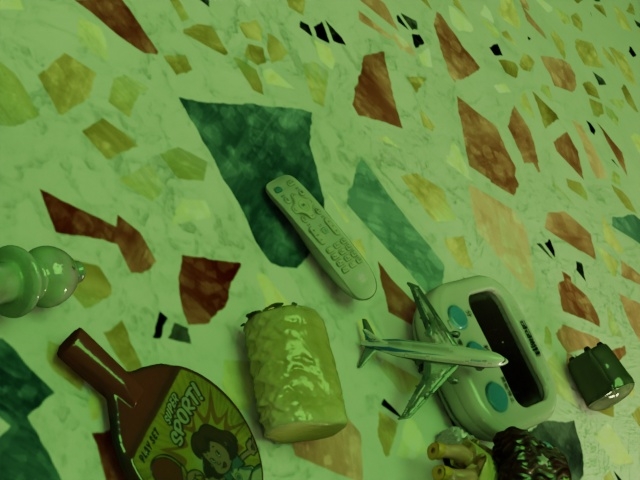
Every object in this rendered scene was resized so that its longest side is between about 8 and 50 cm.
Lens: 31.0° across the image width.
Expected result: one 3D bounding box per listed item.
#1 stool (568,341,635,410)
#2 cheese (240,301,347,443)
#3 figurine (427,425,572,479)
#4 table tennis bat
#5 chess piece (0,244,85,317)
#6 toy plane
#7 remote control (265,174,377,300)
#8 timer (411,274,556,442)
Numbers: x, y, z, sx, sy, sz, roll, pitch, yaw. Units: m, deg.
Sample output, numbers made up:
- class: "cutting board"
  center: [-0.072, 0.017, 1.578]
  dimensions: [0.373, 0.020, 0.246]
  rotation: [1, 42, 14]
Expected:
- class: "stool"
  center: [0.502, 0.244, 2.075]
  dimensions: [0.096, 0.096, 0.110]
  rotation: [-2, 59, -50]
- class: "cheese"
  center: [-0.033, 0.174, 1.504]
  dimensions: [0.123, 0.094, 0.167]
  rotation: [16, 51, -44]
- class: "figurine"
  center: [0.254, 0.336, 1.670]
  dimensions: [0.240, 0.116, 0.175]
  rotation: [8, 55, -24]
- class: "table tennis bat"
  center: [-0.183, 0.219, 1.349]
  dimensions: [0.310, 0.038, 0.200]
  rotation: [46, 35, -19]
- class: "chess piece"
  center: [-0.344, 0.045, 1.241]
  dimensions: [0.139, 0.139, 0.271]
  rotation: [62, 24, 8]
- class: "toy plane"
  center: [0.162, 0.164, 1.700]
  dimensions: [0.226, 0.058, 0.226]
  rotation: [12, 58, -10]
- class: "remote control"
  center: [0.000, 0.000, 1.728]
  dimensions: [0.229, 0.044, 0.073]
  rotation: [50, 41, 6]
- class: "timer"
  center: [0.260, 0.189, 1.839]
  dimensions: [0.237, 0.087, 0.262]
  rotation: [-9, 70, -51]
